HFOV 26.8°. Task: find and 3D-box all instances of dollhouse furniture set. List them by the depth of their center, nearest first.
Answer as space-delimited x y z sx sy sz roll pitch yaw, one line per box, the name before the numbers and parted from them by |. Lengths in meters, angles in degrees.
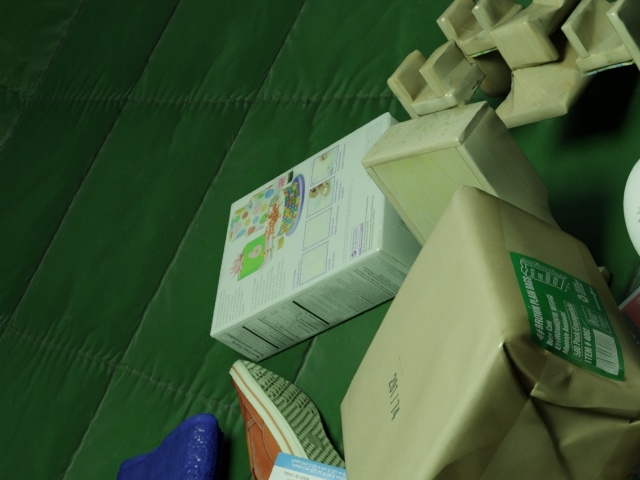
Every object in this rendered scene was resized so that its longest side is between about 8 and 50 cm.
dollhouse furniture set | 0.269 -0.130 1.572 0.362 0.256 0.394 -10 34 50

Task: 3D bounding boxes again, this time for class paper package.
paper package | 0.153 0.156 1.279 0.325 0.168 0.310 -93 26 -64

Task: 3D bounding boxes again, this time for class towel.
towel | -0.211 0.410 1.814 0.227 0.076 0.308 -37 37 40

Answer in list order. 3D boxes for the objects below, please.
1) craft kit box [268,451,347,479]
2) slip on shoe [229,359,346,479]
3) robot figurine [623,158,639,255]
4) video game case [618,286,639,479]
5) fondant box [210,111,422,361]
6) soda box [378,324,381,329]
craft kit box | 0.025 0.376 1.452 0.249 0.061 0.247 10 66 30
slip on shoe | -0.050 0.260 1.690 0.101 0.123 0.331 -52 37 13
robot figurine | 0.427 -0.055 1.280 0.278 0.173 0.209 -33 16 33
video game case | 0.294 0.184 1.376 0.285 0.025 0.204 -46 34 17
fondant box | 0.000 0.000 1.867 0.330 0.096 0.238 -27 42 37
soda box | 0.114 0.162 1.602 0.053 0.060 0.169 -38 36 28
